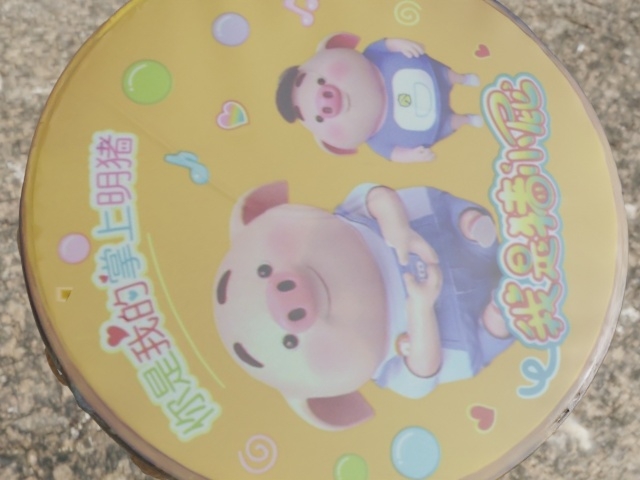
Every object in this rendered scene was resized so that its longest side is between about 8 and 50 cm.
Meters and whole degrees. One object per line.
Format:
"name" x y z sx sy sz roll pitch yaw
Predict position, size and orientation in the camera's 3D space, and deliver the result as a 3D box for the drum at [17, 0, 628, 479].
"drum" 0.000 0.000 0.636 0.430 0.214 0.432 2 72 -5
